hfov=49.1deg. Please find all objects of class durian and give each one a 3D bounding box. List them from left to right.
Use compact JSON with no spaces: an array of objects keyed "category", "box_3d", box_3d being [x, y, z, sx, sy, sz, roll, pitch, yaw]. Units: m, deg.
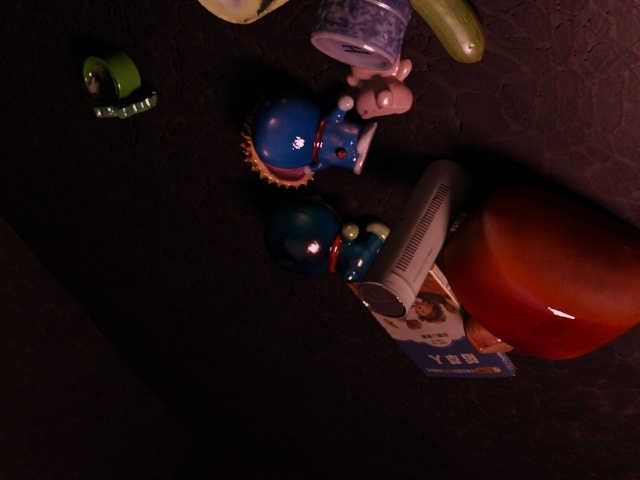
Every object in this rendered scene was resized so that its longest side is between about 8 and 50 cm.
[{"category":"durian","box_3d":[-0.105,-0.208,1.565,0.132,0.165,0.182,-30,142,21]}]

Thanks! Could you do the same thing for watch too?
[{"category":"watch","box_3d":[-0.476,-0.377,1.662,0.165,0.131,0.152,4,119,42]}]

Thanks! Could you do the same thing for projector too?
[{"category":"projector","box_3d":[0.189,-0.009,1.364,0.108,0.337,0.108,23,149,15]}]

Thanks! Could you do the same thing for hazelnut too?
[{"category":"hazelnut","box_3d":[0.409,0.193,1.637,0.143,0.143,0.154,45,137,-17]}]

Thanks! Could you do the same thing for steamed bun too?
[{"category":"steamed bun","box_3d":[0.425,0.079,1.310,0.379,0.248,0.235,21,147,-5]}]

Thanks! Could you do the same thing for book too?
[{"category":"book","box_3d":[0.284,0.215,1.837,0.300,0.039,0.428,-14,125,48]}]

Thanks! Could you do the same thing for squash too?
[{"category":"squash","box_3d":[0.192,-0.378,1.130,0.219,0.068,0.077,43,126,-14]}]

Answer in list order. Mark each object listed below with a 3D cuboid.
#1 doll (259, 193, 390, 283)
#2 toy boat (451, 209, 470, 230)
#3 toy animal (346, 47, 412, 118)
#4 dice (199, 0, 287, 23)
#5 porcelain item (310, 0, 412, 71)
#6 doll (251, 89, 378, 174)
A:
[{"category":"doll","box_3d":[0.000,0.001,1.672,0.321,0.186,0.199,18,144,16]},{"category":"toy boat","box_3d":[0.277,-0.044,1.534,0.115,0.016,0.063,3,136,37]},{"category":"toy animal","box_3d":[0.103,-0.331,1.255,0.124,0.124,0.213,-4,100,42]},{"category":"dice","box_3d":[-0.091,-0.498,1.048,0.252,0.254,0.250,-12,123,49]},{"category":"porcelain item","box_3d":[0.066,-0.349,1.118,0.147,0.114,0.147,19,180,0]},{"category":"doll","box_3d":[-0.014,-0.223,1.446,0.256,0.161,0.215,15,127,-1]}]
